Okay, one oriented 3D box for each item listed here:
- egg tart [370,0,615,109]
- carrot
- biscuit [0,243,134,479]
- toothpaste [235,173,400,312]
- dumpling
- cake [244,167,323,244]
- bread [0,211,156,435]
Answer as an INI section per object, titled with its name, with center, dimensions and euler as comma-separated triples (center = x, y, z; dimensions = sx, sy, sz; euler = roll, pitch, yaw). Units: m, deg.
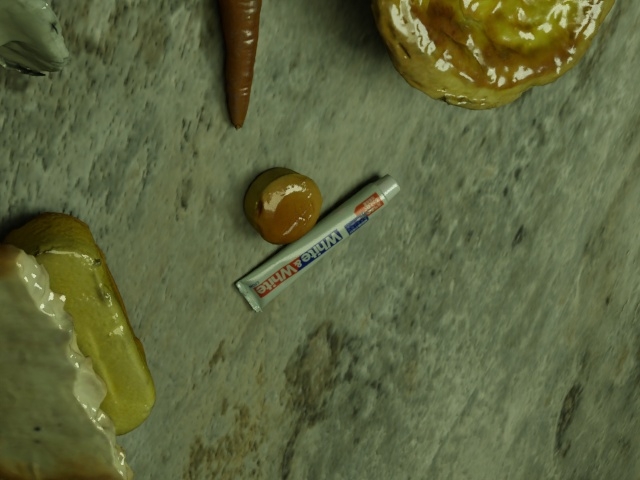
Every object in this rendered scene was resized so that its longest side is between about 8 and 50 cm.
[egg tart]
center = 0.170, -0.300, 1.007
dimensions = 0.341, 0.129, 0.341
euler = -14, 120, -26
[carrot]
center = -0.080, -0.204, 0.956
dimensions = 0.048, 0.048, 0.216
euler = -17, 128, -25
[biscuit]
center = -0.306, 0.131, 0.927
dimensions = 0.204, 0.040, 0.309
euler = -6, 126, 11
[toothpaste]
center = 0.000, 0.000, 1.124
dimensions = 0.218, 0.033, 0.052
euler = -38, 125, -4
[dumpling]
center = -0.286, -0.205, 0.737
dimensions = 0.247, 0.172, 0.142
euler = 32, 81, -38
[cake]
center = -0.041, -0.038, 1.067
dimensions = 0.084, 0.044, 0.084
euler = -17, 124, -27
[bread]
center = -0.240, 0.087, 0.977
dimensions = 0.102, 0.094, 0.245
euler = -23, 125, -10
